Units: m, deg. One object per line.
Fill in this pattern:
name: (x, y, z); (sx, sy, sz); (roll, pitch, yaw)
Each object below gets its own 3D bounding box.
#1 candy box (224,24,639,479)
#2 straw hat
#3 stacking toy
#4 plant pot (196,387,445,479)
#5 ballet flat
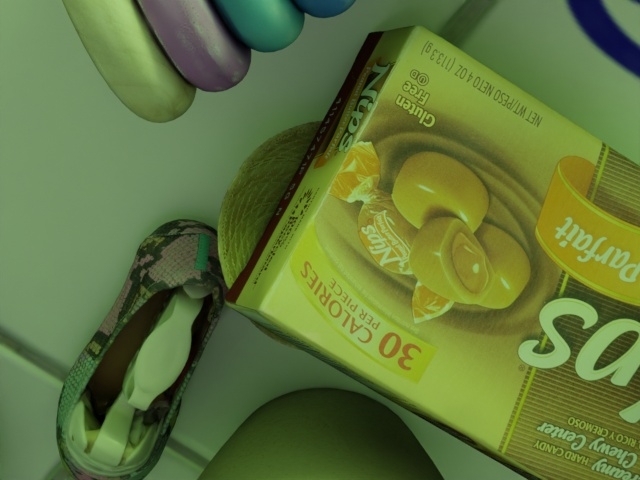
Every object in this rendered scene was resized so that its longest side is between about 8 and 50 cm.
candy box: (0.127, 0.036, 1.140); (0.316, 0.087, 0.183); (31, 84, -16)
straw hat: (0.000, 0.000, 1.178); (0.144, 0.061, 0.144); (-1, 93, -18)
stacking toy: (0.027, -0.186, 1.042); (0.330, 0.141, 0.141); (-23, 118, 8)
plant pot: (-0.001, 0.219, 1.192); (0.256, 0.274, 0.256); (1, 120, 1)
ballet flat: (-0.114, 0.088, 1.231); (0.077, 0.079, 0.221); (21, 120, -11)
